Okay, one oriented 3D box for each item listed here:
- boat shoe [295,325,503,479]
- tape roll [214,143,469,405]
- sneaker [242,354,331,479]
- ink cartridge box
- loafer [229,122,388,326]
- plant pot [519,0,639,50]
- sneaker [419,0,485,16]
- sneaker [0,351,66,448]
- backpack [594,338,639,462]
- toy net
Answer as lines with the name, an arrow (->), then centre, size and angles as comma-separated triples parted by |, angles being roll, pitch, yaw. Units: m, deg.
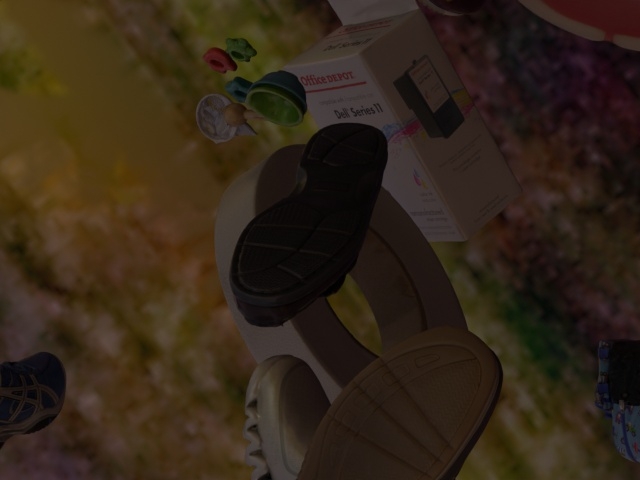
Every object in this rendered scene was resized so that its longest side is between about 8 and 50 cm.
boat shoe -> 0.042, 0.187, 1.383 | 0.103, 0.285, 0.092 | 39, -171, 31
tape roll -> 0.035, 0.071, 2.166 | 0.392, 0.072, 0.392 | 37, -145, -32
sneaker -> 0.028, 0.227, 1.543 | 0.110, 0.118, 0.292 | -21, -91, -53
ink cartridge box -> 0.087, -0.173, 2.386 | 0.353, 0.119, 0.207 | 59, 155, -15
loafer -> 0.000, 0.000, 1.738 | 0.302, 0.109, 0.095 | -61, -26, -51
plant pot -> 0.254, -0.290, 1.382 | 0.275, 0.243, 0.275 | 15, 162, 5
sneaker -> 0.122, -0.297, 1.919 | 0.185, 0.084, 0.069 | 29, -125, -34
sneaker -> -0.326, 0.158, 1.916 | 0.080, 0.081, 0.211 | 14, -156, 18
backpack -> 0.439, 0.220, 2.473 | 0.117, 0.173, 0.158 | 2, -179, 36
toy net -> -0.100, -0.156, 2.109 | 0.122, 0.045, 0.232 | 29, 155, -16
